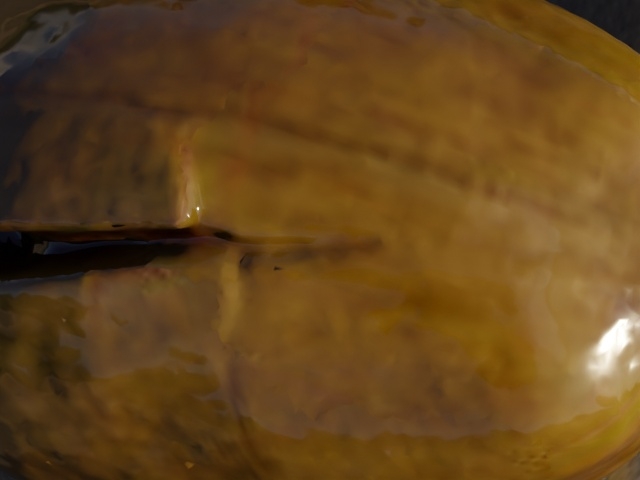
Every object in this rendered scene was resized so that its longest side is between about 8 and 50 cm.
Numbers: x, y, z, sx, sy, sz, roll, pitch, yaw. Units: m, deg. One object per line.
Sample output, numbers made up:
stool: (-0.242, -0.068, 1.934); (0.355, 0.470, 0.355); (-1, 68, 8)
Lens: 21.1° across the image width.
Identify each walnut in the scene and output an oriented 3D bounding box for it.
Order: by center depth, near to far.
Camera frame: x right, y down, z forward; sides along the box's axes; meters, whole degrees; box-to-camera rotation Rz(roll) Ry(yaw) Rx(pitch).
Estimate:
walnut: (0.000, 0.000, 0.579); (0.336, 0.209, 0.209); (8, 74, 20)
